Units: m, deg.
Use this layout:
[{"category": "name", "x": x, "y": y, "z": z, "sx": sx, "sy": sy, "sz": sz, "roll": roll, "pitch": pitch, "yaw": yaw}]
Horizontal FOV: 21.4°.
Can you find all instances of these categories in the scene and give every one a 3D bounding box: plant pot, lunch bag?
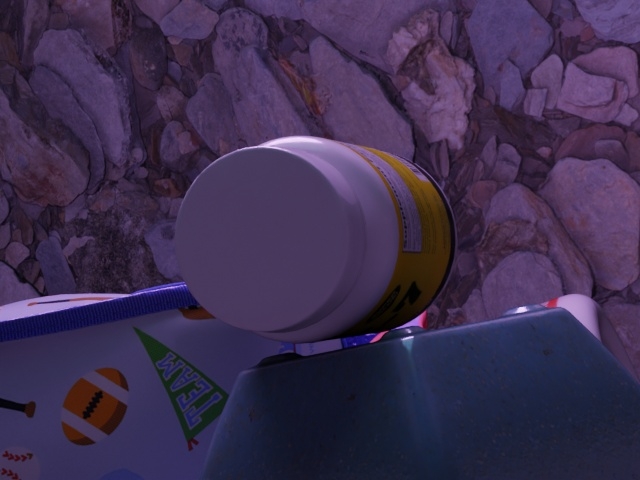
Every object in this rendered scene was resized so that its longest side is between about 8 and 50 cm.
[{"category": "plant pot", "x": 0.070, "y": 0.174, "z": 0.970, "sx": 0.248, "sy": 0.252, "sz": 0.247, "roll": -7, "pitch": -7, "yaw": -44}, {"category": "lunch bag", "x": -0.146, "y": 0.196, "z": 1.154, "sx": 0.386, "sy": 0.327, "sz": 0.239, "roll": -11, "pitch": 1, "yaw": -17}]

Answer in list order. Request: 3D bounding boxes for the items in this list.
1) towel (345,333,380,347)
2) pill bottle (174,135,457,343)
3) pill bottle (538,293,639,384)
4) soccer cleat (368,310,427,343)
[{"category": "towel", "x": 0.099, "y": 0.193, "z": 1.855, "sx": 0.308, "sy": 0.227, "sz": 0.076, "roll": 24, "pitch": 42, "yaw": 18}, {"category": "pill bottle", "x": 0.000, "y": 0.000, "z": 0.987, "sx": 0.119, "sy": 0.119, "sz": 0.208, "roll": -13, "pitch": -5, "yaw": 18}, {"category": "pill bottle", "x": 0.080, "y": 0.197, "z": 1.331, "sx": 0.363, "sy": 0.210, "sz": 0.210, "roll": -22, "pitch": -7, "yaw": 14}, {"category": "soccer cleat", "x": 0.170, "y": 0.186, "z": 1.588, "sx": 0.116, "sy": 0.318, "sz": 0.108, "roll": -47, "pitch": -22, "yaw": -18}]
